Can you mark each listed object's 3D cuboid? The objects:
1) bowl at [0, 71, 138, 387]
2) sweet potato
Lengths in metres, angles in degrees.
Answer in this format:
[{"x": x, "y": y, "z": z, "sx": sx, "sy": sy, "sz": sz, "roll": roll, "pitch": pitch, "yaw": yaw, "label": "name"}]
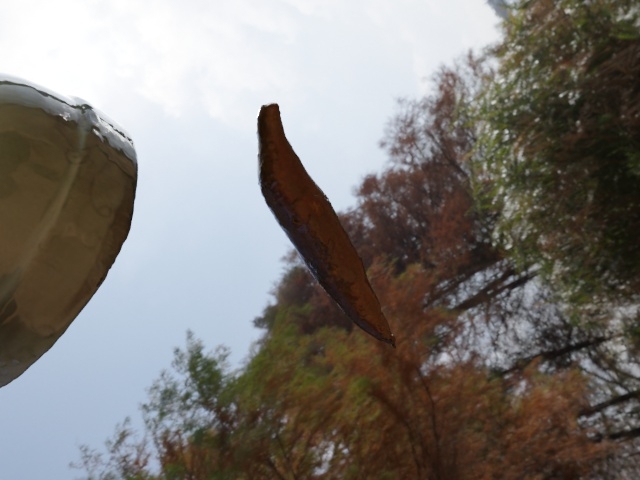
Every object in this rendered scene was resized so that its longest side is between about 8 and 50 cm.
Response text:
[{"x": -0.328, "y": -0.025, "z": 0.515, "sx": 0.163, "sy": 0.307, "sz": 0.307, "roll": 39, "pitch": -149, "yaw": -43, "label": "bowl"}, {"x": 0.000, "y": 0.000, "z": 0.638, "sx": 0.314, "sy": 0.066, "sz": 0.072, "roll": 60, "pitch": -147, "yaw": -13, "label": "sweet potato"}]
